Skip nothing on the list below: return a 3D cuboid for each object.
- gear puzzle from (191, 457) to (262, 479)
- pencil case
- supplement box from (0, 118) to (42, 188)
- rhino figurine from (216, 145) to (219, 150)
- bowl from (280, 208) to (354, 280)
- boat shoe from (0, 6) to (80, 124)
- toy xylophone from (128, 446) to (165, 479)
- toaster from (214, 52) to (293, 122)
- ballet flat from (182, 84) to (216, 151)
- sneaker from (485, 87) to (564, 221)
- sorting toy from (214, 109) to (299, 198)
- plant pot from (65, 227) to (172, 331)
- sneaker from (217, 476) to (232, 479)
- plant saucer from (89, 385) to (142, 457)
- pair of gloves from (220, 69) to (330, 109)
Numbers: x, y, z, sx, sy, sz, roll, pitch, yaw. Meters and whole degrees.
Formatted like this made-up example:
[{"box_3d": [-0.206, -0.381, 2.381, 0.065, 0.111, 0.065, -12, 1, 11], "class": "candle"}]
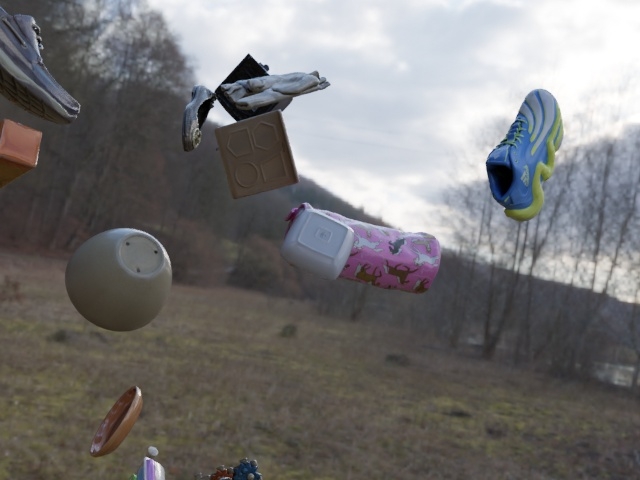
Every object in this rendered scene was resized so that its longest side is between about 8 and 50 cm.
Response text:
[{"box_3d": [-0.324, 0.778, 2.346, 0.339, 0.175, 0.044, -22, -12, 14], "class": "gear puzzle"}, {"box_3d": [0.099, 0.021, 1.944, 0.386, 0.160, 0.167, 12, 10, -17], "class": "pencil case"}, {"box_3d": [-0.612, -0.150, 1.471, 0.078, 0.080, 0.233, 20, -27, -40], "class": "supplement box"}, {"box_3d": [-0.186, -0.224, 2.168, 0.243, 0.106, 0.073, 13, -29, -41], "class": "rhino figurine"}, {"box_3d": [0.000, 0.000, 1.663, 0.142, 0.142, 0.053, 26, -36, 0], "class": "bowl"}, {"box_3d": [-0.560, -0.354, 1.412, 0.132, 0.130, 0.355, 9, -28, 44], "class": "boat shoe"}, {"box_3d": [-0.472, 0.650, 1.915, 0.081, 0.323, 0.236, 26, 18, -30], "class": "toy xylophone"}, {"box_3d": [-0.192, -0.405, 2.219, 0.168, 0.186, 0.110, 47, 13, 10], "class": "toaster"}, {"box_3d": [-0.281, -0.287, 1.816, 0.058, 0.084, 0.250, 7, 37, -3], "class": "ballet flat"}, {"box_3d": [0.347, -0.157, 1.338, 0.091, 0.240, 0.126, 2, -10, 41], "class": "sneaker"}, {"box_3d": [-0.163, -0.220, 2.023, 0.208, 0.193, 0.038, -13, 5, 24], "class": "sorting toy"}, {"box_3d": [-0.512, 0.079, 2.095, 0.284, 0.284, 0.191, 12, -32, -31], "class": "plant pot"}, {"box_3d": [-0.110, 0.621, 1.648, 0.447, 0.169, 0.257, 21, 30, -32], "class": "sneaker"}, {"box_3d": [-0.511, 0.463, 1.984, 0.037, 0.200, 0.200, 38, -13, -17], "class": "plant saucer"}, {"box_3d": [-0.100, -0.334, 1.689, 0.204, 0.042, 0.240, -17, 22, -14], "class": "pair of gloves"}]
